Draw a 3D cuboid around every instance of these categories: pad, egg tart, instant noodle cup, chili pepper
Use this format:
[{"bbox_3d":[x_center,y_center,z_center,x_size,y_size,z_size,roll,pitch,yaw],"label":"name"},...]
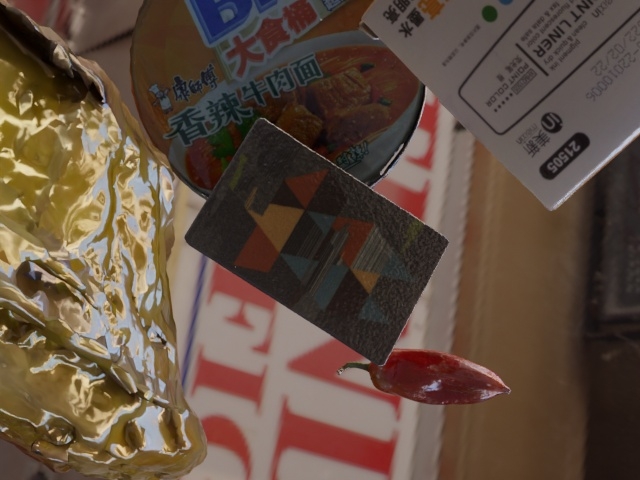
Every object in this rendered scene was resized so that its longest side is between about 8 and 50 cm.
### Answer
[{"bbox_3d":[0.000,0.000,1.201,0.143,0.211,0.003,-60,-173,-20],"label":"pad"},{"bbox_3d":[-0.173,-0.034,0.524,0.352,0.352,0.150,25,-100,52],"label":"egg tart"},{"bbox_3d":[-0.045,-0.189,1.370,0.296,0.296,0.214,-58,-168,13],"label":"instant noodle cup"},{"bbox_3d":[0.110,0.142,1.428,0.191,0.050,0.059,7,-72,22],"label":"chili pepper"}]

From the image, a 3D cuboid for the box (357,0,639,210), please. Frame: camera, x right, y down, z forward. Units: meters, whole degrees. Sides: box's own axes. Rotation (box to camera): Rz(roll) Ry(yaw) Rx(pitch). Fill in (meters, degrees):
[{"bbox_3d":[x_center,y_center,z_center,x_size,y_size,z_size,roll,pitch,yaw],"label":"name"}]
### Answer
[{"bbox_3d":[0.189,-0.186,0.961,0.221,0.091,0.274,44,-51,4],"label":"box"}]
